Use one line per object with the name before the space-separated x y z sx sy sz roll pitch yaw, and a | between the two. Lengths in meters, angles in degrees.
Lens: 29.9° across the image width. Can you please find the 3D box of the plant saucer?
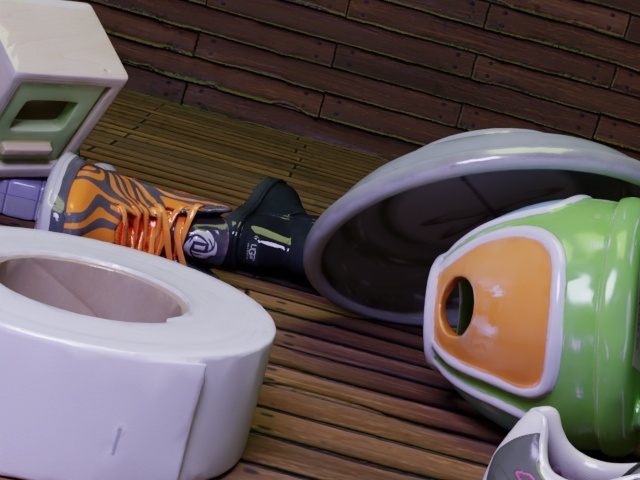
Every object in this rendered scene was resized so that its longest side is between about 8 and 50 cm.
plant saucer | 0.178 -0.024 1.271 0.401 0.100 0.400 -3 -26 -2

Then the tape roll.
tape roll | -0.179 0.077 0.880 0.286 0.100 0.286 15 11 -3

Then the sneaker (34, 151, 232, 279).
sneaker | -0.188 -0.018 1.279 0.180 0.124 0.321 15 11 2

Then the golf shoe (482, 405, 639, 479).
golf shoe | 0.213 0.205 0.737 0.273 0.120 0.105 23 12 29

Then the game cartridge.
game cartridge | -0.428 -0.103 1.556 0.230 0.068 0.355 9 12 -13

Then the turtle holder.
turtle holder | 0.234 0.066 1.141 0.228 0.243 0.320 3 19 22

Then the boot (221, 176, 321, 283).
boot | 0.000 0.000 1.513 0.207 0.094 0.246 14 17 9

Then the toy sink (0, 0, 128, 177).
toy sink | -0.356 -0.155 1.387 0.153 0.234 0.131 -3 57 -48
